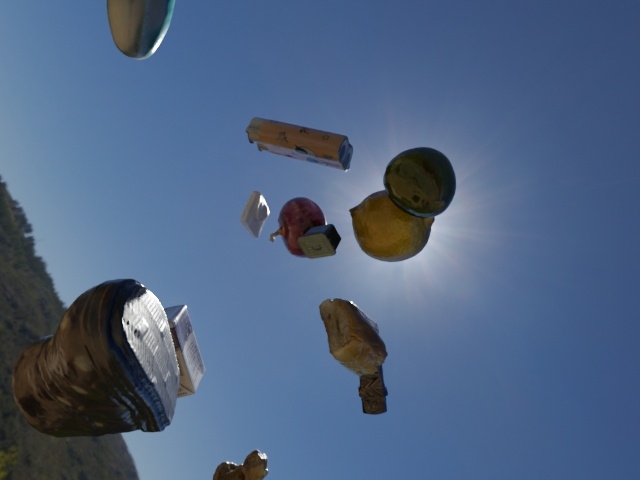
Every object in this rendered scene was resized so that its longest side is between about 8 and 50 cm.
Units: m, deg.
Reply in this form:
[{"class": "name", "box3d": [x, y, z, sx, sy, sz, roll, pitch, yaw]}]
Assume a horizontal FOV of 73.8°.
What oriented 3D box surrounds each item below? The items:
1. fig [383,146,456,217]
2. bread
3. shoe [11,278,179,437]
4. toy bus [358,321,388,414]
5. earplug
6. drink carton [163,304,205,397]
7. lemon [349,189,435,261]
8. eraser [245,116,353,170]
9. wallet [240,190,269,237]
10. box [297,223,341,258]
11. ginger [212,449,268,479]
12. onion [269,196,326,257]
[{"class": "fig", "box3d": [0.262, -0.143, 1.106, 0.191, 0.181, 0.180, -113, -156, -49]}, {"class": "bread", "box3d": [0.057, 0.161, 0.733, 0.106, 0.082, 0.125, 55, 11, -39]}, {"class": "shoe", "box3d": [-0.382, 0.205, 0.709, 0.383, 0.237, 0.171, 99, -11, -49]}, {"class": "toy bus", "box3d": [0.098, 0.249, 0.837, 0.058, 0.072, 0.171, -6, -80, 7]}, {"class": "earplug", "box3d": [-0.418, -0.589, 0.988, 0.185, 0.185, 0.323, 17, -83, 45]}, {"class": "drink carton", "box3d": [-0.406, 0.309, 1.184, 0.134, 0.102, 0.222, -115, -170, -78]}, {"class": "lemon", "box3d": [0.226, -0.044, 1.321, 0.254, 0.228, 0.228, 11, -61, 36]}, {"class": "eraser", "box3d": [-0.058, -0.288, 1.275, 0.291, 0.171, 0.087, 17, -96, 16]}, {"class": "wallet", "box3d": [-0.214, -0.084, 1.423, 0.032, 0.124, 0.183, 21, -16, 11]}, {"class": "box", "box3d": [0.000, 0.000, 1.296, 0.122, 0.069, 0.084, -10, -58, 38]}, {"class": "ginger", "box3d": [-0.149, 0.428, 0.765, 0.096, 0.067, 0.165, 40, -75, 37]}, {"class": "onion", "box3d": [-0.057, -0.039, 1.483, 0.201, 0.201, 0.207, 30, -78, 38]}]
